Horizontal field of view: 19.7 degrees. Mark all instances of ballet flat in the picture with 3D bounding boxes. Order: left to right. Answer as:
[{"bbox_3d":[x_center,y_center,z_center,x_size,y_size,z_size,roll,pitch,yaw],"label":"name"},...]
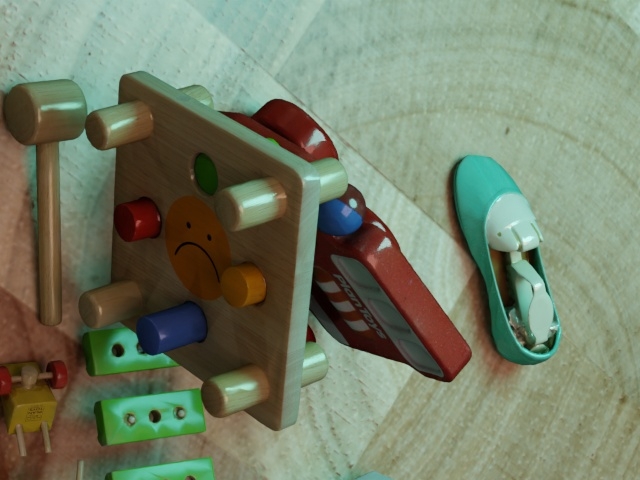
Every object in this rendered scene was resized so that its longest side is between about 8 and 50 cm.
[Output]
[{"bbox_3d":[0.214,0.022,2.004,0.083,0.087,0.247,-24,107,-27],"label":"ballet flat"}]

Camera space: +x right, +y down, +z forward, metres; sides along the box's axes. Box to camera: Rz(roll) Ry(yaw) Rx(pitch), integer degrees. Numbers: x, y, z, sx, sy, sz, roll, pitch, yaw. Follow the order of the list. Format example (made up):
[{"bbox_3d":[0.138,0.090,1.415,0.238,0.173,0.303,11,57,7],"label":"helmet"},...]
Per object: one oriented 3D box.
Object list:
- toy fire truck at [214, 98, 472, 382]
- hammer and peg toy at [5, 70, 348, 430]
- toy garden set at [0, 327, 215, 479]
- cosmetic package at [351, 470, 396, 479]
[{"bbox_3d":[0.000,0.000,1.769,0.169,0.254,0.302,-44,116,-20],"label":"toy fire truck"},{"bbox_3d":[-0.134,-0.009,1.661,0.127,0.361,0.266,-18,125,-39],"label":"hammer and peg toy"},{"bbox_3d":[-0.206,0.209,1.758,0.204,0.049,0.244,-5,82,-31],"label":"toy garden set"},{"bbox_3d":[-0.033,0.377,1.819,0.365,0.197,0.155,-19,105,-24],"label":"cosmetic package"}]
